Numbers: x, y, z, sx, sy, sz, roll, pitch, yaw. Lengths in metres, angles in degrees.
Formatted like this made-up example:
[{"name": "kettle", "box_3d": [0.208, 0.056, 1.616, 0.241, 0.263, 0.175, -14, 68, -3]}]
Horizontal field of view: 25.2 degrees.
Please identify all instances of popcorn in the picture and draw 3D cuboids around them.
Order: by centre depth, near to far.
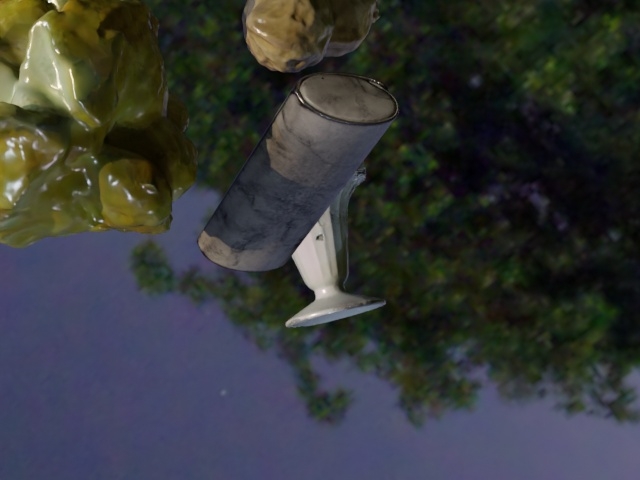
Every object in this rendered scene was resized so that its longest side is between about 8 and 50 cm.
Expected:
[{"name": "popcorn", "box_3d": [-0.242, -0.121, 1.383, 0.276, 0.276, 0.225, 24, -158, -35]}]

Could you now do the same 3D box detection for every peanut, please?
[{"name": "peanut", "box_3d": [-0.014, -0.304, 1.920, 0.153, 0.140, 0.325, 40, -150, -2]}]

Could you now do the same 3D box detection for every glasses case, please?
[{"name": "glasses case", "box_3d": [-0.030, -0.064, 1.487, 0.114, 0.299, 0.060, 4, -121, -25]}]

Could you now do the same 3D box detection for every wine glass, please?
[{"name": "wine glass", "box_3d": [0.000, 0.000, 1.771, 0.165, 0.165, 0.196, -6, -103, -54]}]
